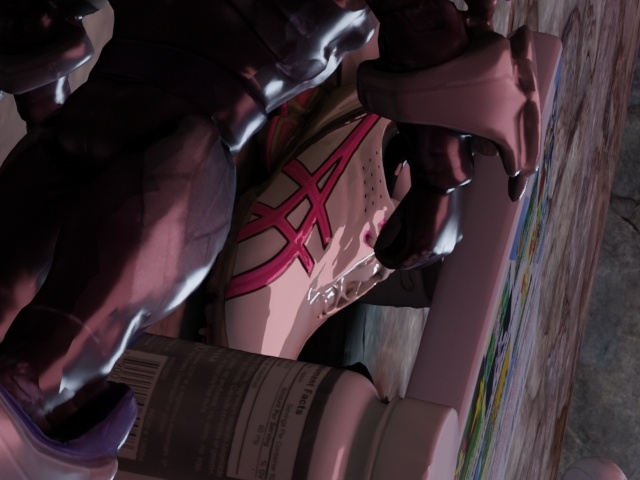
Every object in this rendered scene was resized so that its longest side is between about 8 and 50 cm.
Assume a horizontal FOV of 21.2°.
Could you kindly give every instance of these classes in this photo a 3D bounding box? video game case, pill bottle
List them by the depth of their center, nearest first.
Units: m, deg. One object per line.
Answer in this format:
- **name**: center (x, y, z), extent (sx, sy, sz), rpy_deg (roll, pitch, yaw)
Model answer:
- **pill bottle**: center (-0.022, 0.081, 0.639), extent (0.078, 0.137, 0.078), rpy_deg (10, 90, -77)
- **video game case**: center (0.084, 0.098, 0.978), extent (0.300, 0.036, 0.329), rpy_deg (86, 19, -52)

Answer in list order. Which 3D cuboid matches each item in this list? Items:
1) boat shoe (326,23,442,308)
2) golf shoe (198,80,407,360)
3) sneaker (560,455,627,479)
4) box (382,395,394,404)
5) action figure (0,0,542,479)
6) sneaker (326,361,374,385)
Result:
- **boat shoe**: center (0.040, -0.081, 0.897), extent (0.095, 0.084, 0.258), rpy_deg (-61, 157, -54)
- **golf shoe**: center (0.000, 0.000, 0.789), extent (0.067, 0.086, 0.186), rpy_deg (82, 24, -56)
- **sneaker**: center (0.163, 0.269, 1.272), extent (0.115, 0.090, 0.232), rpy_deg (10, 100, -33)
- **box**: center (0.037, 0.291, 1.170), extent (0.307, 0.077, 0.242), rpy_deg (-59, 155, -57)
- **action figure**: center (-0.048, -0.017, 0.434), extent (0.099, 0.185, 0.285), rpy_deg (47, 64, -36)
- **sneaker**: center (-0.004, 0.115, 0.931), extent (0.178, 0.072, 0.077), rpy_deg (-60, 145, -75)
